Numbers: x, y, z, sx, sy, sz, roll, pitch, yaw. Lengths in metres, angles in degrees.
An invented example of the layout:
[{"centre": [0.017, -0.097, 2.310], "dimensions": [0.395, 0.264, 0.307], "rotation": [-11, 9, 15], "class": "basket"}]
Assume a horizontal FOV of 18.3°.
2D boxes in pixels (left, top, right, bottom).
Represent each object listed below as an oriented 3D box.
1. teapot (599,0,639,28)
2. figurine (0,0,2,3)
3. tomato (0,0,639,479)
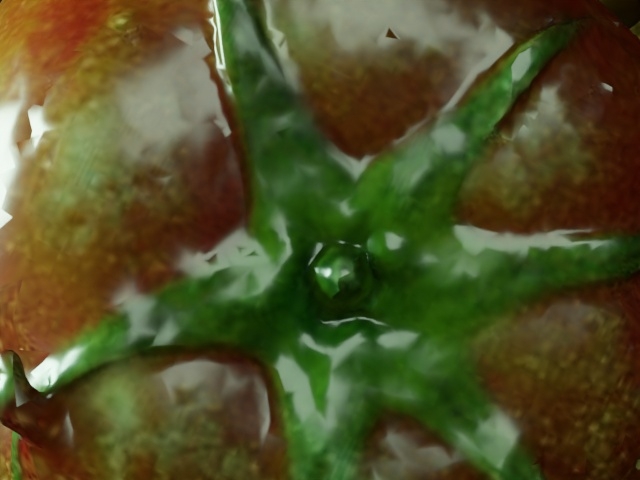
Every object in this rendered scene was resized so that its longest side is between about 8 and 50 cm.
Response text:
[{"centre": [0.130, -0.156, 1.070], "dimensions": [0.098, 0.078, 0.129], "rotation": [21, 37, -31], "class": "teapot"}, {"centre": [-0.285, -0.247, 0.984], "dimensions": [0.281, 0.167, 0.370], "rotation": [-34, 77, -11], "class": "figurine"}, {"centre": [-0.002, 0.019, 0.756], "dimensions": [0.303, 0.239, 0.304], "rotation": [0, 89, -6], "class": "tomato"}]
